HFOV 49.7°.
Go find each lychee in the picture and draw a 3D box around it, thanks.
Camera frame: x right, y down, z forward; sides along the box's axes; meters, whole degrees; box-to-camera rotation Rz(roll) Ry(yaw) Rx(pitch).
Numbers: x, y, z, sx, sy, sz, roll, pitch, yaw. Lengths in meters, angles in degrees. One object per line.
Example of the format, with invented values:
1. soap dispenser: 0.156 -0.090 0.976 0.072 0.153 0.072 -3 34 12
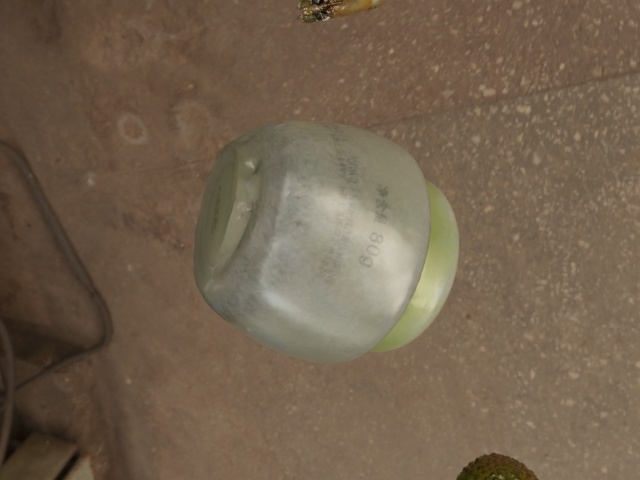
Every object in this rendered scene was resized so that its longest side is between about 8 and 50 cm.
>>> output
1. lychee: 0.210 0.315 0.827 0.114 0.147 0.114 2 93 49

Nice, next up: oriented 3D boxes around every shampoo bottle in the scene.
1. shampoo bottle: 0.000 0.000 0.933 0.317 0.322 0.322 18 136 -33

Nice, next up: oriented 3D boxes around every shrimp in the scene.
1. shrimp: 0.021 -0.325 0.937 0.099 0.180 0.041 10 120 34
